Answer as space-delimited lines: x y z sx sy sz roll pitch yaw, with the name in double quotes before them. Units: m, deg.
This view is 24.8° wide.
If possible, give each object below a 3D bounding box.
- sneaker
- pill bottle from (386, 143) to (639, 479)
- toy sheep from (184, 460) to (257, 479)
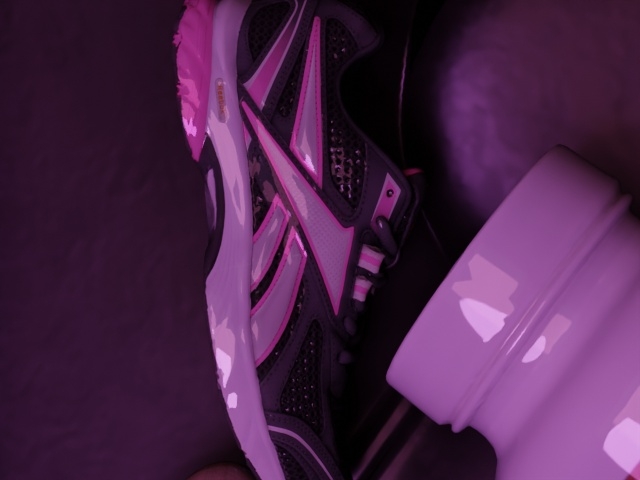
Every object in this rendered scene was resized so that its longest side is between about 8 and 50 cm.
"sneaker" 0.000 0.000 0.487 0.077 0.072 0.178 -8 97 5
"pill bottle" 0.131 0.070 0.426 0.216 0.121 0.121 37 101 11
"toy sheep" -0.035 0.141 0.493 0.091 0.091 0.132 0 78 15
